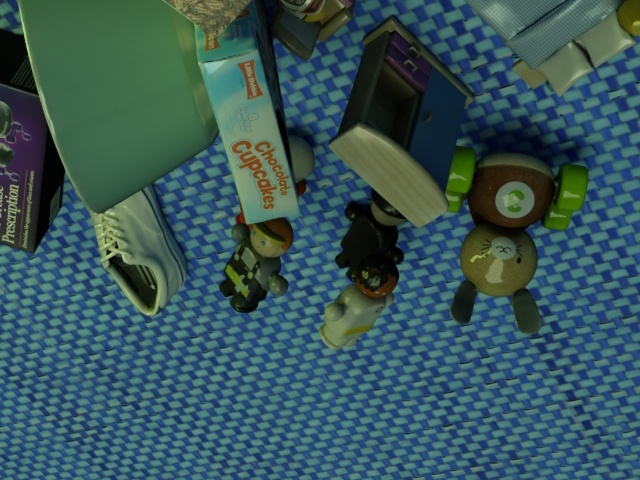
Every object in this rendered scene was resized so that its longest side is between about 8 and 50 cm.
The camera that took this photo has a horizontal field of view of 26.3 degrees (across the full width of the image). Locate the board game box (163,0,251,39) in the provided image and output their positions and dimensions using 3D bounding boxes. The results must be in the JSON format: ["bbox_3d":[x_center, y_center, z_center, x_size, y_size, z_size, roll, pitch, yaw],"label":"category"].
[{"bbox_3d":[-0.112,-0.367,1.223,0.232,0.291,0.141,35,131,-17],"label":"board game box"}]

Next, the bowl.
[{"bbox_3d":[-0.193,-0.195,1.431,0.163,0.312,0.312,-13,129,3],"label":"bowl"}]

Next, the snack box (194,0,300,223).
[{"bbox_3d":[-0.079,-0.188,1.358,0.060,0.322,0.187,-13,129,2],"label":"snack box"}]

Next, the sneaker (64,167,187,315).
[{"bbox_3d":[-0.246,-0.013,1.724,0.094,0.091,0.258,-13,127,26],"label":"sneaker"}]

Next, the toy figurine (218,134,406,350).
[{"bbox_3d":[0.000,0.000,1.588,0.213,0.210,0.148,25,128,-8],"label":"toy figurine"}]

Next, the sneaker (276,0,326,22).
[{"bbox_3d":[0.040,-0.302,1.329,0.225,0.088,0.093,-40,114,-3],"label":"sneaker"}]

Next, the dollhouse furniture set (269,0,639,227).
[{"bbox_3d":[0.143,-0.213,1.358,0.286,0.198,0.303,41,129,-21],"label":"dollhouse furniture set"}]

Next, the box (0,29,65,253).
[{"bbox_3d":[-0.407,-0.127,1.662,0.184,0.103,0.261,19,134,2],"label":"box"}]

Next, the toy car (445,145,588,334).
[{"bbox_3d":[0.203,0.007,1.529,0.155,0.189,0.149,9,164,1],"label":"toy car"}]
